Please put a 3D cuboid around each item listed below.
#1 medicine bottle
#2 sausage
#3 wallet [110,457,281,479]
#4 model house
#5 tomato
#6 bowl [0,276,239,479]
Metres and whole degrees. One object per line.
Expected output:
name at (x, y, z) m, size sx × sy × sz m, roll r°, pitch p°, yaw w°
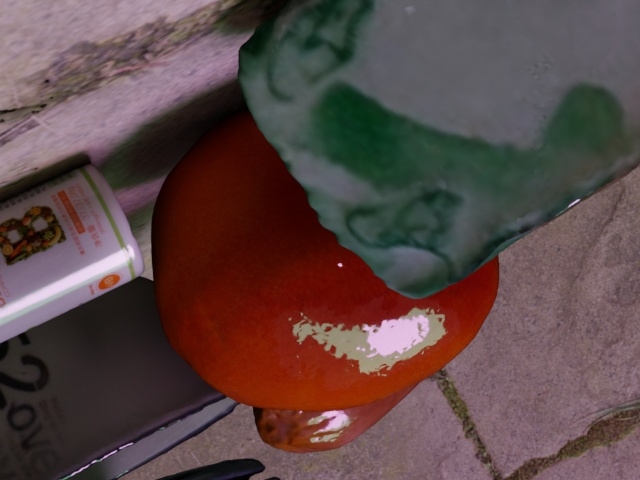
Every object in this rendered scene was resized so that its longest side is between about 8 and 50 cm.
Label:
medicine bottle at (-0.216, 0.023, 0.823) m, size 0.183 × 0.086 × 0.086 m, roll -27°, pitch 172°, yaw -15°
sausage at (0.042, 0.085, 1.038) m, size 0.259 × 0.113 × 0.113 m, roll -39°, pitch 180°, yaw -39°
wallet at (-0.218, 0.260, 1.035) m, size 0.237 × 0.075 × 0.342 m, roll -13°, pitch 166°, yaw -43°
model house at (0.142, -0.148, 0.779) m, size 0.267 × 0.194 × 0.325 m, roll -38°, pitch -178°, yaw 38°
tomato at (-0.001, -0.004, 0.890) m, size 0.260 × 0.260 × 0.180 m, roll -26°, pitch 158°, yaw -17°
bowl at (-0.246, 0.128, 1.022) m, size 0.354 × 0.185 × 0.354 m, roll -28°, pitch 172°, yaw -4°
